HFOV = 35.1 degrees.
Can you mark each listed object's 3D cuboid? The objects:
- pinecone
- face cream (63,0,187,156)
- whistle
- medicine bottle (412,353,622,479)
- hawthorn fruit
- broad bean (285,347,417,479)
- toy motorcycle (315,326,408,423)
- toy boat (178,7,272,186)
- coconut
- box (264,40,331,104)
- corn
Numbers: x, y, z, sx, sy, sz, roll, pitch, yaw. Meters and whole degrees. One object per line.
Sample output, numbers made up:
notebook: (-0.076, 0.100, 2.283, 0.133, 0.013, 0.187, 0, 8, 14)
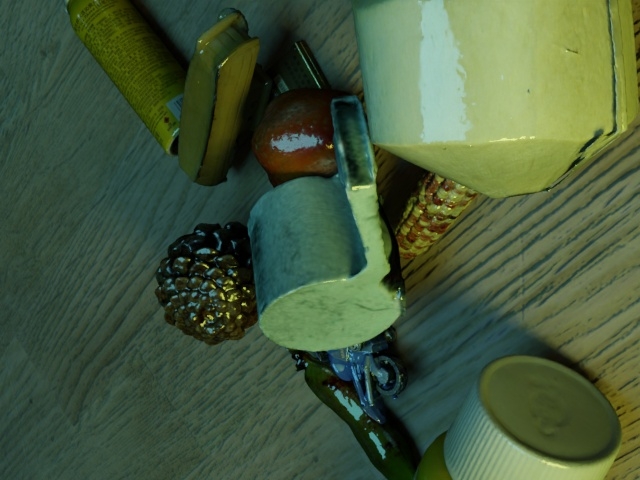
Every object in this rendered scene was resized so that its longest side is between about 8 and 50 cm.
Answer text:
pinecone: (-0.155, 0.056, 1.554, 0.184, 0.204, 0.179, -29, 116, 37)
face cream: (-0.301, -0.295, 1.614, 0.348, 0.105, 0.105, 51, 134, 13)
whistle: (0.032, -0.006, 1.291, 0.405, 0.188, 0.168, 125, 145, -49)
medicine bottle: (0.225, 0.347, 1.307, 0.224, 0.224, 0.384, 38, 129, 26)
hawthorn fruit: (0.014, -0.140, 1.357, 0.203, 0.163, 0.162, -17, 95, 35)
broad bean: (0.067, 0.275, 1.541, 0.339, 0.061, 0.077, 49, 141, 18)
toy motorcycle: (0.051, 0.166, 1.498, 0.205, 0.076, 0.114, 49, 130, 32)
toy boat: (-0.137, -0.193, 1.463, 0.089, 0.121, 0.321, 45, 146, 20)
coconut: (0.181, -0.190, 1.078, 0.323, 0.323, 0.323, 19, 119, 37)
box: (-0.046, -0.216, 1.467, 0.133, 0.023, 0.090, -36, 80, 46)
corn: (0.156, -0.062, 1.310, 0.079, 0.079, 0.237, 50, 137, 16)
